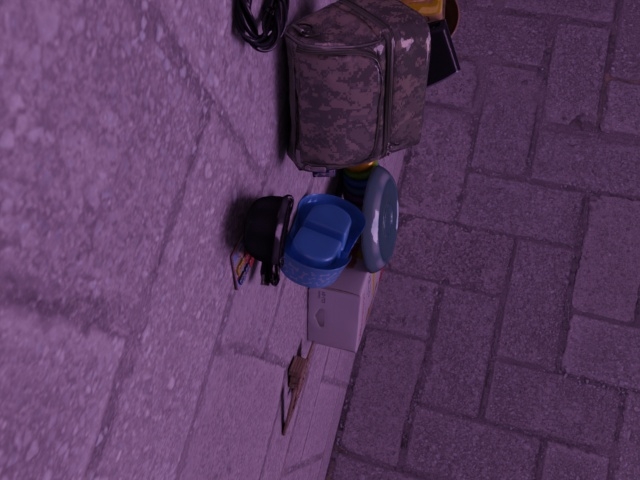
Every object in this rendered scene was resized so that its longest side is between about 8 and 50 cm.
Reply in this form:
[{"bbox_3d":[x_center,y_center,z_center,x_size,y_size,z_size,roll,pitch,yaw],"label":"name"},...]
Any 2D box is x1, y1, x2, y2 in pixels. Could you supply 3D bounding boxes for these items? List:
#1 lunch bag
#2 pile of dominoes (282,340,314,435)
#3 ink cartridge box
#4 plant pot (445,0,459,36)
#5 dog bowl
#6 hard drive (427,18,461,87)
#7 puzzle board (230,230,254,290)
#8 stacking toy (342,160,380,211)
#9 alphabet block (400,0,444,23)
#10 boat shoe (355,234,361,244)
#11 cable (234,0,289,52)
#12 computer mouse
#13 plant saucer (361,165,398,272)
[{"bbox_3d":[0.051,-0.293,1.241,0.212,0.256,0.305,53,-26,40],"label":"lunch bag"},{"bbox_3d":[-0.079,0.432,1.905,0.196,0.040,0.251,-66,172,-47],"label":"pile of dominoes"},{"bbox_3d":[0.093,0.116,2.021,0.384,0.161,0.279,-66,163,-44],"label":"ink cartridge box"},{"bbox_3d":[0.300,-0.684,2.085,0.254,0.237,0.237,125,-21,-81],"label":"plant pot"},{"bbox_3d":[0.000,0.000,1.473,0.297,0.166,0.074,-62,172,-53],"label":"dog bowl"},{"bbox_3d":[0.244,-0.485,1.763,0.054,0.255,0.171,-82,150,-57],"label":"hard drive"},{"bbox_3d":[-0.134,0.017,1.191,0.096,0.011,0.128,90,16,-47],"label":"puzzle board"},{"bbox_3d":[0.118,-0.224,1.886,0.330,0.141,0.141,73,31,-59],"label":"stacking toy"},{"bbox_3d":[0.248,-0.690,1.776,0.197,0.194,0.192,-19,110,-77],"label":"alphabet block"},{"bbox_3d":[0.059,-0.051,1.778,0.341,0.122,0.110,-26,129,-74],"label":"boat shoe"},{"bbox_3d":[-0.079,-0.371,0.950,0.150,0.047,0.184,84,22,-58],"label":"cable"},{"bbox_3d":[-0.098,-0.012,1.161,0.272,0.072,0.188,103,-3,-85],"label":"computer mouse"},{"bbox_3d":[0.181,-0.060,1.873,0.318,0.044,0.317,4,90,-72],"label":"plant saucer"}]
